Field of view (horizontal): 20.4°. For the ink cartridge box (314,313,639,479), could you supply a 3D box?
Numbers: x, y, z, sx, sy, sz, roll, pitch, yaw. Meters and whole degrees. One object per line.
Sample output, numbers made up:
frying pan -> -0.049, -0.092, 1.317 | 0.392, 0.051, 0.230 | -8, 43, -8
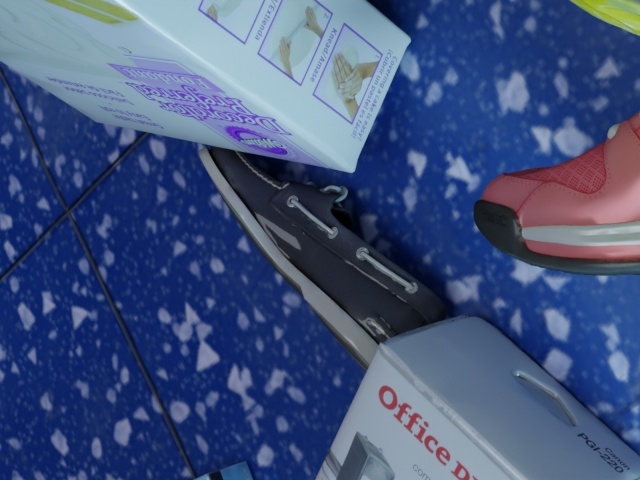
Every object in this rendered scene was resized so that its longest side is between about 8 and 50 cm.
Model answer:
ink cartridge box -> 0.074, 0.176, 1.030 | 0.158, 0.092, 0.218 | 42, 123, 29

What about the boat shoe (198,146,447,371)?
boat shoe -> 0.000, 0.000, 1.099 | 0.065, 0.075, 0.206 | -39, 58, -4

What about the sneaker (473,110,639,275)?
sneaker -> 0.215, -0.054, 0.850 | 0.314, 0.116, 0.136 | -6, 85, 38

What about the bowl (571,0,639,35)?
bowl -> 0.179, -0.201, 0.777 | 0.156, 0.289, 0.289 | 93, 155, -79

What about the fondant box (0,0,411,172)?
fondant box -> -0.141, -0.159, 0.998 | 0.238, 0.330, 0.096 | 13, 78, 42

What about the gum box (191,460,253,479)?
gum box -> -0.092, 0.254, 1.241 | 0.184, 0.041, 0.157 | -30, 79, 43
